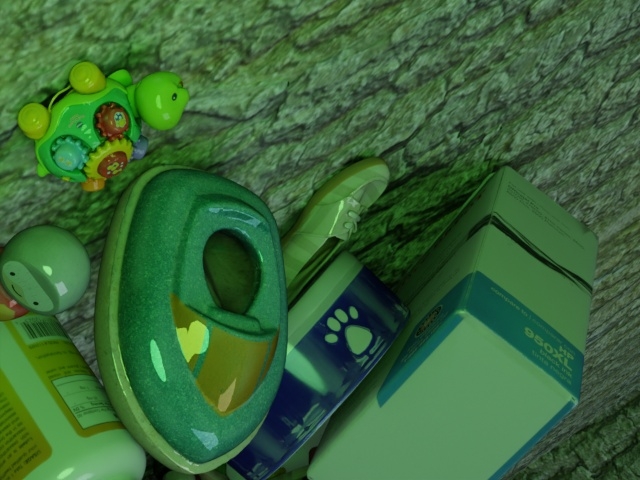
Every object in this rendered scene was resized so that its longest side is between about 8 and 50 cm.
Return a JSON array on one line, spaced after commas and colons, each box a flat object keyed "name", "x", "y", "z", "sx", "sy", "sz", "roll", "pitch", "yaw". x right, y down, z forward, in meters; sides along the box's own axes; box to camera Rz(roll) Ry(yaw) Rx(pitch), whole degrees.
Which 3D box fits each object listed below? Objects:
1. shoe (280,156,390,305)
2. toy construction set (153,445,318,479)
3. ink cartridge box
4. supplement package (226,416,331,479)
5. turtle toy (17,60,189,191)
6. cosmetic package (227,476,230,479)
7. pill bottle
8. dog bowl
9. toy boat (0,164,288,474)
[{"name": "shoe", "x": 0.000, "y": 0.000, "z": 1.428, "sx": 0.219, "sy": 0.058, "sz": 0.076, "roll": -44, "pitch": 157, "yaw": 13}, {"name": "toy construction set", "x": -0.106, "y": 0.372, "z": 1.690, "sx": 0.257, "sy": 0.309, "sz": 0.237, "roll": -8, "pitch": 148, "yaw": -38}, {"name": "ink cartridge box", "x": 0.167, "y": 0.125, "z": 1.559, "sx": 0.285, "sy": 0.166, "sz": 0.395, "roll": -51, "pitch": -175, "yaw": 29}, {"name": "supplement package", "x": -0.001, "y": 0.345, "z": 1.836, "sx": 0.139, "sy": 0.244, "sz": 0.133, "roll": -50, "pitch": 155, "yaw": 25}, {"name": "turtle toy", "x": -0.160, "y": -0.087, "z": 1.009, "sx": 0.130, "sy": 0.066, "sz": 0.095, "roll": -38, "pitch": 158, "yaw": -1}, {"name": "cosmetic package", "x": -0.209, "y": 0.462, "z": 1.914, "sx": 0.309, "sy": 0.113, "sz": 0.160, "roll": -49, "pitch": 156, "yaw": 20}, {"name": "pill bottle", "x": -0.237, "y": 0.177, "z": 1.155, "sx": 0.136, "sy": 0.246, "sz": 0.136, "roll": -32, "pitch": 156, "yaw": -16}, {"name": "dog bowl", "x": -0.024, "y": 0.139, "z": 1.472, "sx": 0.265, "sy": 0.104, "sz": 0.265, "roll": -48, "pitch": 180, "yaw": 0}, {"name": "toy boat", "x": -0.140, "y": 0.053, "z": 1.090, "sx": 0.318, "sy": 0.268, "sz": 0.148, "roll": 12, "pitch": 159, "yaw": -43}]
